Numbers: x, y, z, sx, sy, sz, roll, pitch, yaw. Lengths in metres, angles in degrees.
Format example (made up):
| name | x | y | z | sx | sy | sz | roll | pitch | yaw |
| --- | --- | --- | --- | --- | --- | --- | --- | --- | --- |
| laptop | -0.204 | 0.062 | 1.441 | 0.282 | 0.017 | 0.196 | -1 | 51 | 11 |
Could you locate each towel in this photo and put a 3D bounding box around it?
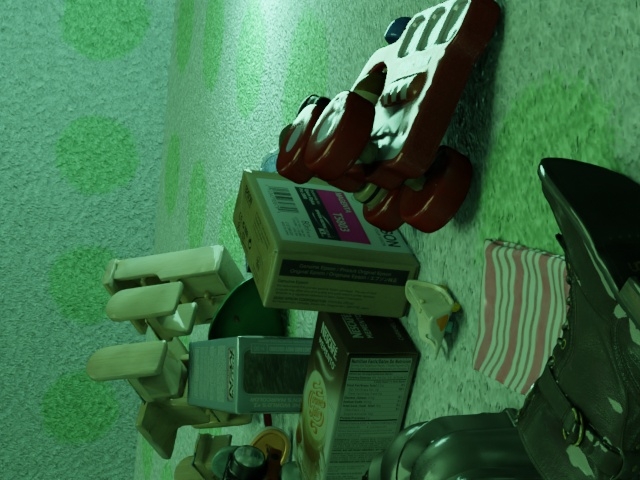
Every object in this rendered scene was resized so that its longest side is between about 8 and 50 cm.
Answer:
| name | x | y | z | sx | sy | sz | roll | pitch | yaw |
| --- | --- | --- | --- | --- | --- | --- | --- | --- | --- |
| towel | 0.196 | 0.078 | 1.003 | 0.197 | 0.029 | 0.144 | -157 | 71 | -71 |

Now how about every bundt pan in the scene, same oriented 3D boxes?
| name | x | y | z | sx | sy | sz | roll | pitch | yaw |
| --- | --- | --- | --- | --- | --- | --- | --- | --- | --- |
| bundt pan | 0.118 | 0.324 | 1.002 | 0.331 | 0.124 | 0.331 | -171 | 90 | -72 |

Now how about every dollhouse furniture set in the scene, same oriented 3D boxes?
| name | x | y | z | sx | sy | sz | roll | pitch | yaw |
| --- | --- | --- | --- | --- | --- | --- | --- | --- | --- |
| dollhouse furniture set | -0.304 | 0.218 | 1.953 | 0.362 | 0.256 | 0.394 | 63 | -154 | -42 |

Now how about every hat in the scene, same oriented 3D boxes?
| name | x | y | z | sx | sy | sz | roll | pitch | yaw |
| --- | --- | --- | --- | --- | --- | --- | --- | --- | --- |
| hat | -0.083 | 0.189 | 1.838 | 0.183 | 0.173 | 0.209 | 40 | 141 | 25 |

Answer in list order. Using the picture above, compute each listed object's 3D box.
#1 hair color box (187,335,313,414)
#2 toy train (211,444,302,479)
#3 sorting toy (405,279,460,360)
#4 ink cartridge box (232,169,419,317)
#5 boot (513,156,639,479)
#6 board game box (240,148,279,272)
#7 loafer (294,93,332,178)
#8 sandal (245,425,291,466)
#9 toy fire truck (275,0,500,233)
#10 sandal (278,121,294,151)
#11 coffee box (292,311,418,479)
| name | x | y | z | sx | sy | sz | roll | pitch | yaw |
| --- | --- | --- | --- | --- | --- | --- | --- | --- | --- |
| hair color box | -0.085 | 0.212 | 1.611 | 0.374 | 0.185 | 0.114 | 161 | 111 | -71 |
| toy train | -0.103 | 0.464 | 1.629 | 0.142 | 0.190 | 0.334 | -85 | 9 | -59 |
| sorting toy | 0.130 | 0.097 | 1.195 | 0.083 | 0.044 | 0.075 | -118 | 28 | -58 |
| ink cartridge box | 0.000 | 0.000 | 1.361 | 0.235 | 0.193 | 0.088 | -117 | 36 | -57 |
| boot | 0.211 | 0.082 | 0.846 | 0.263 | 0.091 | 0.229 | -109 | 30 | -46 |
| board game box | -0.103 | -0.073 | 1.920 | 0.194 | 0.060 | 0.194 | 112 | 153 | -46 |
| loafer | 0.015 | -0.128 | 1.558 | 0.078 | 0.080 | 0.220 | -20 | 62 | 35 |
| sandal | -0.137 | 0.441 | 1.757 | 0.265 | 0.102 | 0.076 | -63 | 2 | 1 |
| toy fire truck | 0.088 | -0.157 | 1.216 | 0.254 | 0.169 | 0.302 | -64 | 17 | -7 |
| sandal | -0.028 | -0.083 | 1.702 | 0.079 | 0.088 | 0.240 | 64 | -160 | -52 |
| coffee box | 0.040 | 0.219 | 1.357 | 0.141 | 0.098 | 0.247 | -123 | 39 | -61 |
